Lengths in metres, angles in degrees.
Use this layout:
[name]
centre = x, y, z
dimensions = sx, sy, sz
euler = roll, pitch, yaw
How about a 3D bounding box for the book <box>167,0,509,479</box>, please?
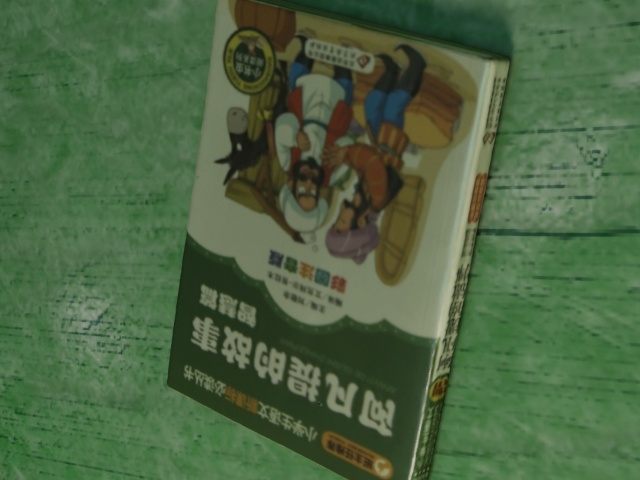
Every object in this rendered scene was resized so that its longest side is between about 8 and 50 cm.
[book]
centre = 0.000, 0.000, 0.733
dimensions = 0.202, 0.027, 0.264
euler = 21, 110, 34
